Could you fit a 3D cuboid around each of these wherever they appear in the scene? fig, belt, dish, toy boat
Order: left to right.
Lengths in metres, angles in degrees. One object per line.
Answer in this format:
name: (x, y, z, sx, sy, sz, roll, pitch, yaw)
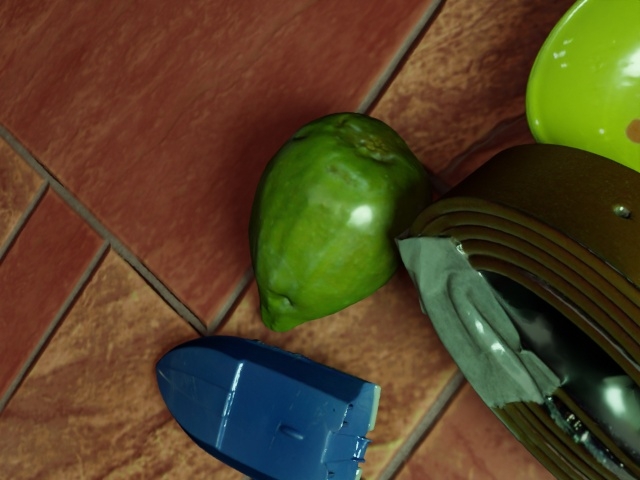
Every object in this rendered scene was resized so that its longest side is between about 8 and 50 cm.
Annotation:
toy boat: (-0.072, 0.164, 0.858, 0.295, 0.088, 0.129, 13, 86, 41)
fig: (-0.003, -0.013, 0.809, 0.233, 0.167, 0.167, -44, 63, 6)
belt: (0.213, 0.070, 0.643, 0.338, 0.122, 0.217, 46, 145, 21)
dish: (0.309, -0.101, 0.687, 0.221, 0.108, 0.262, -44, 62, 13)
